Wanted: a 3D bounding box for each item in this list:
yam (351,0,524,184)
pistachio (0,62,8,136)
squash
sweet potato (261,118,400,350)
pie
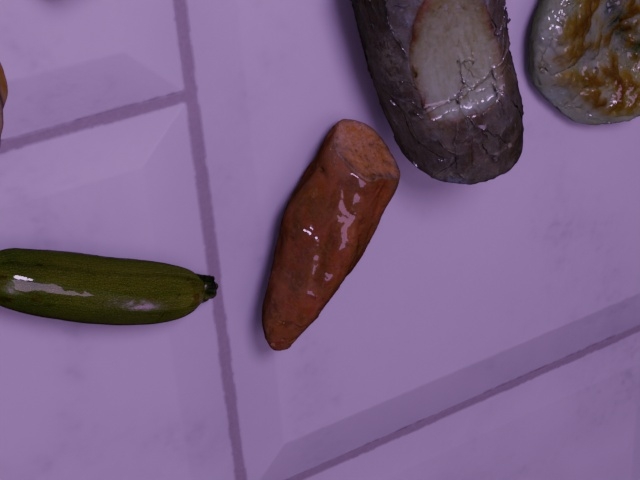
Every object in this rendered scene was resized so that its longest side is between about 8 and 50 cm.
[{"bbox_3d":[0.115,-0.187,1.181,0.154,0.154,0.254,-33,134,-15],"label":"yam"},{"bbox_3d":[-0.325,-0.129,0.929,0.144,0.144,0.215,-38,113,-12],"label":"pistachio"},{"bbox_3d":[-0.199,0.047,1.143,0.252,0.066,0.066,6,109,-35],"label":"squash"},{"bbox_3d":[0.000,0.000,1.235,0.097,0.097,0.252,19,100,-38],"label":"sweet potato"},{"bbox_3d":[0.328,-0.236,1.359,0.240,0.054,0.240,-16,121,-29],"label":"pie"}]
